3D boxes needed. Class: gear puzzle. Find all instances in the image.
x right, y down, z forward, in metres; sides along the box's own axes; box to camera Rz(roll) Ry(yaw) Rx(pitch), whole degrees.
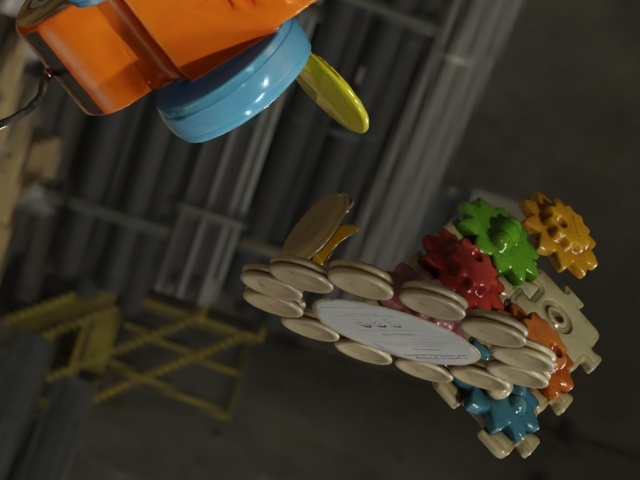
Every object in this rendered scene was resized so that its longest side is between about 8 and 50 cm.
[{"bbox_3d":[0.165,0.041,1.476,0.044,0.175,0.339,-43,178,33],"label":"gear puzzle"}]

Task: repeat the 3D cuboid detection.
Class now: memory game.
[{"bbox_3d":[0.043,0.047,1.024,0.186,0.186,0.012,119,-10,-73],"label":"memory game"}]

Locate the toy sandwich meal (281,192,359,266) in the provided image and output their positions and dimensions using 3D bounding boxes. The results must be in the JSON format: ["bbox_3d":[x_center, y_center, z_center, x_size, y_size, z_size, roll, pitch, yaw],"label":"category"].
[{"bbox_3d":[0.000,0.000,1.447,0.085,0.029,0.085,-44,-162,18],"label":"toy sandwich meal"}]

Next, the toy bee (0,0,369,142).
[{"bbox_3d":[-0.075,-0.118,0.792,0.162,0.298,0.195,-103,178,-64],"label":"toy bee"}]
